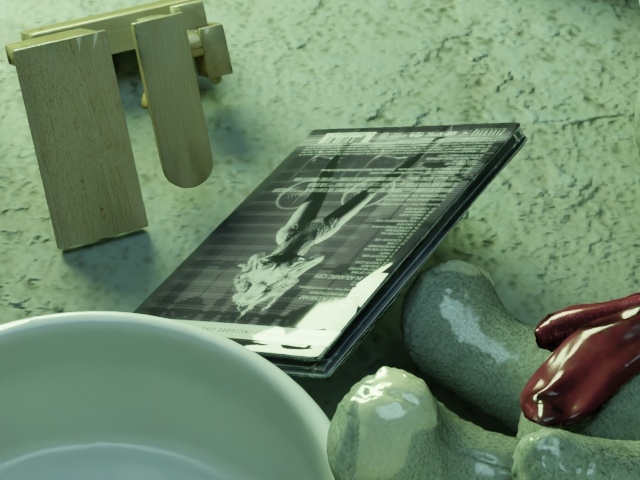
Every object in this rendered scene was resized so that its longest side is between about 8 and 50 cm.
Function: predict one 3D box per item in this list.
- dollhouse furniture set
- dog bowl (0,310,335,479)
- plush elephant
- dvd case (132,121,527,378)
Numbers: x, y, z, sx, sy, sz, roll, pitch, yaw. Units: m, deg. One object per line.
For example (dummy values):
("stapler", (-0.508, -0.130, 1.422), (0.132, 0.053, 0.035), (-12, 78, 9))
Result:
("dollhouse furniture set", (-0.127, -0.082, 1.113), (0.144, 0.123, 0.151), (-15, 13, -16))
("dog bowl", (-0.112, 0.164, 0.818), (0.265, 0.104, 0.265), (1, 45, -1))
("plush elephant", (0.199, 0.043, 0.815), (0.330, 0.255, 0.272), (30, 18, 12))
("dvd case", (0.000, 0.000, 0.994), (0.164, 0.018, 0.221), (1, 37, 41))
